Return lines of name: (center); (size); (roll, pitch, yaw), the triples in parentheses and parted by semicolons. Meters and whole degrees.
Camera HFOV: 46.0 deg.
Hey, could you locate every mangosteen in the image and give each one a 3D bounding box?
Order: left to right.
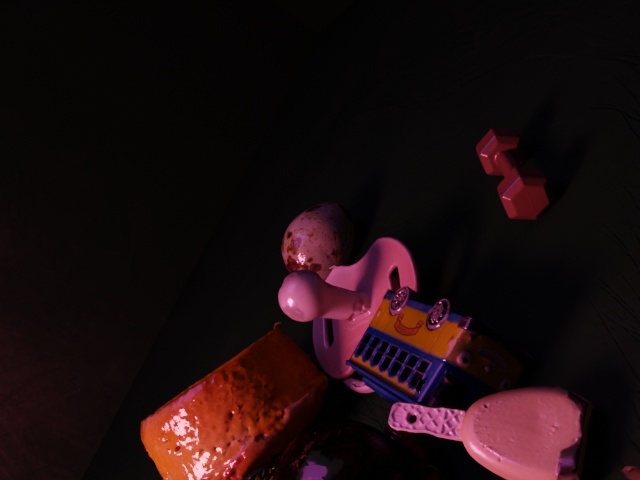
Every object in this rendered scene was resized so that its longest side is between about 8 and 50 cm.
mangosteen: (0.063, 0.357, 1.085); (0.265, 0.228, 0.228); (-24, 6, -24)

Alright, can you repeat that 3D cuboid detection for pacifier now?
pacifier: (0.060, 0.127, 1.426); (0.332, 0.273, 0.220); (-35, 12, 47)

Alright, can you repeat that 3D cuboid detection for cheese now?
cheese: (0.204, 0.233, 0.941); (0.251, 0.054, 0.127); (2, 55, 29)

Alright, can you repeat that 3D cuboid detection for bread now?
bread: (-0.168, 0.348, 1.477); (0.398, 0.215, 0.398); (-35, -4, -3)

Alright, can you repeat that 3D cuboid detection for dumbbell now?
dumbbell: (0.336, -0.121, 1.318); (0.082, 0.092, 0.231); (-22, 29, 11)

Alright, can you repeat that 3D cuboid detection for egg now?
egg: (0.000, 0.000, 1.841); (0.169, 0.169, 0.231); (-30, 23, 54)

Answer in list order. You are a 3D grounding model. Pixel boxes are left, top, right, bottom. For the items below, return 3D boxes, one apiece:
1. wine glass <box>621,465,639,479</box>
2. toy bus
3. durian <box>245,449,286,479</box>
wine glass: (0.389, 0.138, 0.805); (0.074, 0.074, 0.262); (-20, 40, 61)
toy bus: (0.173, 0.185, 1.158); (0.175, 0.138, 0.287); (-59, 18, -6)
durian: (-0.161, 0.577, 1.471); (0.352, 0.158, 0.169); (-51, -15, 16)
